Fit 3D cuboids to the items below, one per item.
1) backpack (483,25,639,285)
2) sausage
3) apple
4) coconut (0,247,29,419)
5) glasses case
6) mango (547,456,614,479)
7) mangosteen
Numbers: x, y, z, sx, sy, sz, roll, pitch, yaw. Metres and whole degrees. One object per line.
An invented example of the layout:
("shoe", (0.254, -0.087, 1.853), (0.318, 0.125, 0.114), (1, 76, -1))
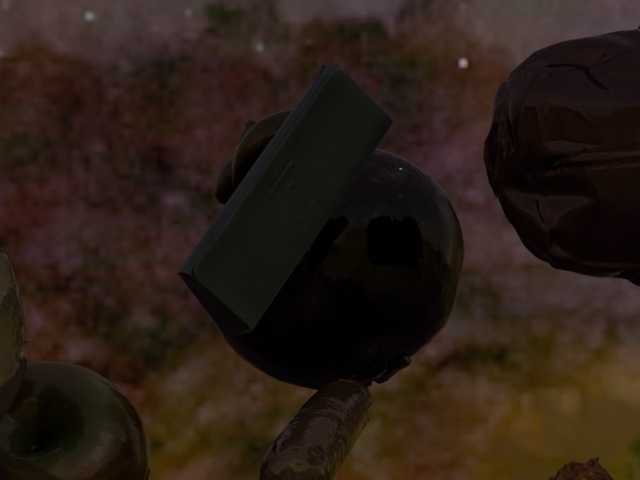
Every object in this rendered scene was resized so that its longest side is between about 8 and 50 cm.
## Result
("backpack", (0.311, -0.082, 1.835), (0.317, 0.283, 0.197), (-7, 0, -22))
("sausage", (-0.001, 0.173, 1.614), (0.065, 0.066, 0.301), (-1, 7, 8))
("apple", (-0.251, 0.219, 1.758), (0.173, 0.207, 0.188), (-31, -37, -20))
("coconut", (-0.365, 0.074, 1.609), (0.227, 0.227, 0.230), (1, -24, -6))
("glasses case", (-0.027, -0.037, 1.757), (0.056, 0.266, 0.105), (13, -31, 39))
("mango", (0.236, 0.337, 1.706), (0.201, 0.199, 0.350), (21, -32, 32))
("mangosteen", (0.000, 0.000, 2.091), (0.306, 0.347, 0.307), (-21, -13, -5))
